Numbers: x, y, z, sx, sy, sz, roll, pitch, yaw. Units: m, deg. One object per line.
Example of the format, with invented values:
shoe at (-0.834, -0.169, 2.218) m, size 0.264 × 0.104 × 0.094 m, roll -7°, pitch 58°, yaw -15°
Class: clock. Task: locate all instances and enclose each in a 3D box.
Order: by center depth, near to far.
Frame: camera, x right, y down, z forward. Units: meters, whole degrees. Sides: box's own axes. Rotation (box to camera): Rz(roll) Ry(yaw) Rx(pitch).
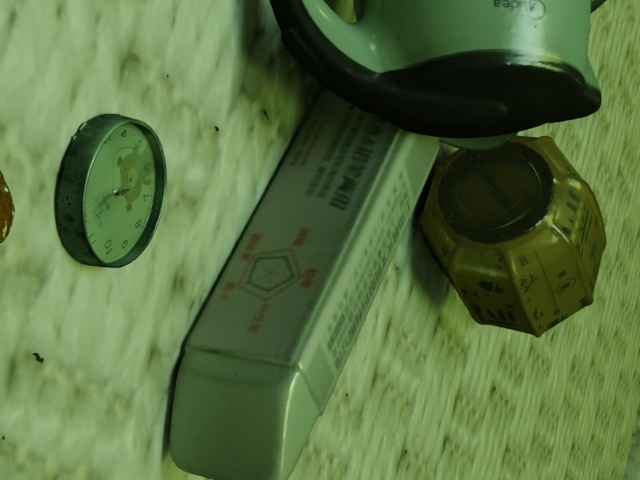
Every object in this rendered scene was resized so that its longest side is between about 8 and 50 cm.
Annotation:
clock at (-0.111, -0.026, 0.701) m, size 0.085 × 0.017 × 0.085 m, roll 10°, pitch 90°, yaw -66°

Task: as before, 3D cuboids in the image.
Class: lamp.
lamp at (0.178, -0.005, 1.193) m, size 0.185 × 0.161 × 0.161 m, roll 57°, pitch 47°, yaw -57°

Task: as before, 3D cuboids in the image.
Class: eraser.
eraser at (0.000, 0.000, 0.872) m, size 0.352 × 0.089 × 0.061 m, roll -63°, pitch 147°, yaw -33°

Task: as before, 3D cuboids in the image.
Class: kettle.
kettle at (0.070, -0.189, 0.845) m, size 0.161 × 0.221 × 0.236 m, roll 144°, pitch -55°, yaw -67°

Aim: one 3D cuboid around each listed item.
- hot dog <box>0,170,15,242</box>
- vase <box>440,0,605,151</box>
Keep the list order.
hot dog at (-0.166, -0.018, 0.557) m, size 0.083 × 0.035 × 0.058 m, roll 37°, pitch 65°, yaw -64°
vase at (0.176, -0.224, 1.099) m, size 0.321 × 0.173 × 0.173 m, roll -59°, pitch 148°, yaw -33°
